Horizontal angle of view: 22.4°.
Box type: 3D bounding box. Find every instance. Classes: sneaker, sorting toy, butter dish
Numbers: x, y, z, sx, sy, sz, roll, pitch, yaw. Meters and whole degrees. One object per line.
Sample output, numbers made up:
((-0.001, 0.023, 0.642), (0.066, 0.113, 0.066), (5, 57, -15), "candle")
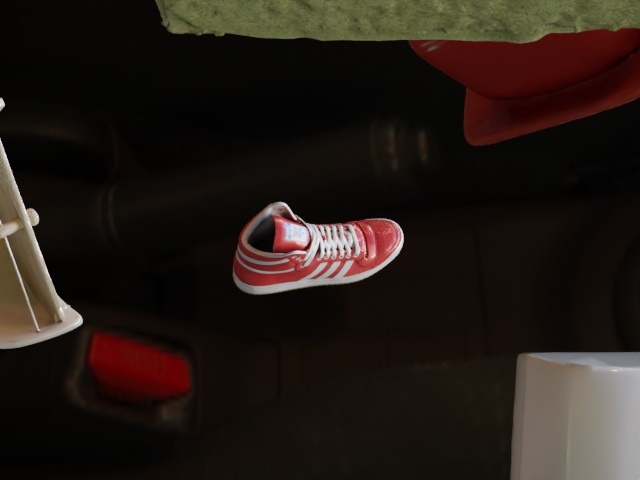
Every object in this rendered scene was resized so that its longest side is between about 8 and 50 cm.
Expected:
((0.000, 0.000, 1.069), (0.118, 0.067, 0.042), (-14, 64, -9), "sneaker")
((-0.134, 0.003, 0.551), (0.075, 0.045, 0.083), (-25, 105, -28), "sorting toy")
((0.086, -0.141, 0.753), (0.118, 0.160, 0.159), (17, 76, -26), "butter dish")

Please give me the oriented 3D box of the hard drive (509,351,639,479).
((0.165, 0.215, 0.553), (0.233, 0.047, 0.353), (2, 93, -23), "hard drive")

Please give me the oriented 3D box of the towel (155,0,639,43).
((0.020, -0.080, 0.356), (0.148, 0.110, 0.027), (0, 67, 10), "towel")
